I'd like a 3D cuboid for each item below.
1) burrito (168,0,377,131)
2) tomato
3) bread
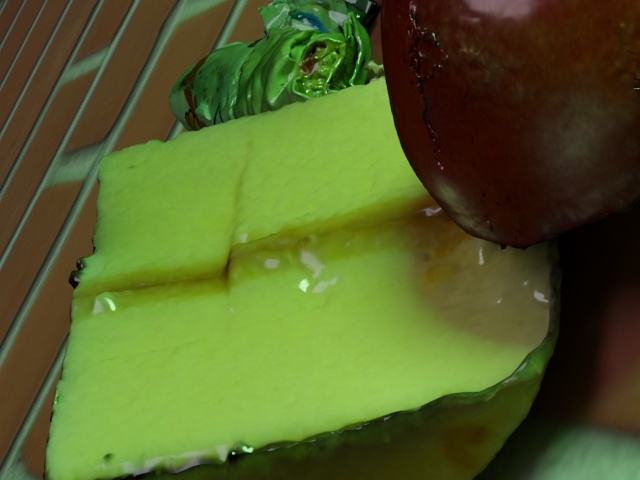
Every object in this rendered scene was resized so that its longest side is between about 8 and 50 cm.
[{"bbox_3d":[-0.022,-0.104,1.078,0.104,0.054,0.288,-61,16,-5],"label":"burrito"},{"bbox_3d":[0.088,-0.096,0.629,0.189,0.099,0.173,-47,22,5],"label":"tomato"},{"bbox_3d":[0.000,0.000,0.715,0.178,0.135,0.240,-51,19,29],"label":"bread"}]
